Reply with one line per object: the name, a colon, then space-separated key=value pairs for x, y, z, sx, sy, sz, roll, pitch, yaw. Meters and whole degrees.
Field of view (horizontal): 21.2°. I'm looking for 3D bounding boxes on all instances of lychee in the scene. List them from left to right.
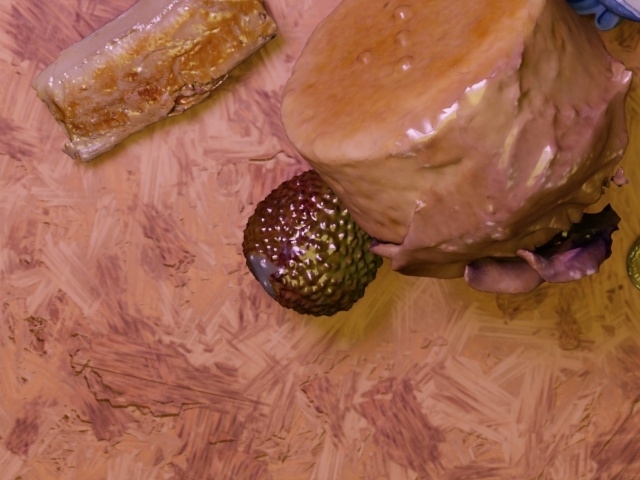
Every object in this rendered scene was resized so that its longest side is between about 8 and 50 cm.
lychee: x=0.000 y=0.000 z=1.856 sx=0.171 sy=0.171 sz=0.171 roll=1 pitch=103 yaw=4

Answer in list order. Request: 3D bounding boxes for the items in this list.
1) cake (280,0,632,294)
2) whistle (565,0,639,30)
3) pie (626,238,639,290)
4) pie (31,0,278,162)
cake: x=0.167 y=-0.104 z=1.757 sx=0.332 sy=0.332 sz=0.321 roll=-34 pitch=123 yaw=11
whistle: x=0.305 y=-0.291 z=1.757 sx=0.269 sy=0.093 sz=0.180 roll=45 pitch=136 yaw=23
pie: x=0.380 y=0.024 z=1.895 sx=0.084 sy=0.021 sz=0.084 roll=2 pitch=106 yaw=7
pie: x=-0.184 y=-0.194 z=1.863 sx=0.282 sy=0.068 sz=0.128 roll=-32 pitch=110 yaw=11
